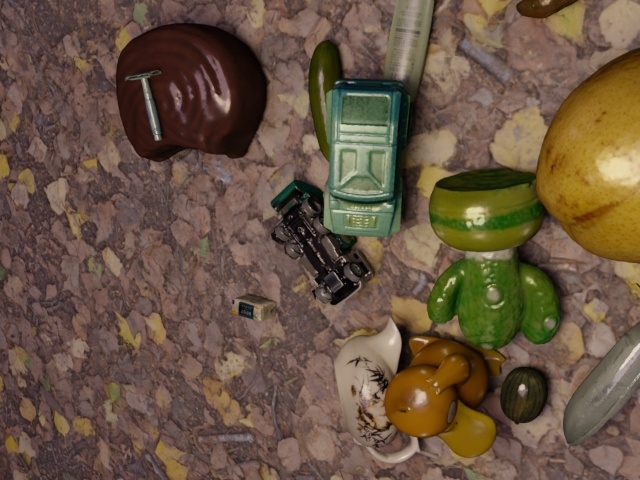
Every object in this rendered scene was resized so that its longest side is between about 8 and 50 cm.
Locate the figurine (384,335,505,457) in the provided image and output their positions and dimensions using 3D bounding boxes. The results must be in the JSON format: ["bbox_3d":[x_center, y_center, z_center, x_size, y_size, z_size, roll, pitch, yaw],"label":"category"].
[{"bbox_3d":[0.213,0.265,1.096,0.215,0.228,0.215,5,117,9],"label":"figurine"}]

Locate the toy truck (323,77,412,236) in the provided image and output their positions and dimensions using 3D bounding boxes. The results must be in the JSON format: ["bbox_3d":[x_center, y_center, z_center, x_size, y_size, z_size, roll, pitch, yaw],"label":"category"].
[{"bbox_3d":[0.079,-0.142,1.101,0.155,0.156,0.278,4,111,7],"label":"toy truck"}]

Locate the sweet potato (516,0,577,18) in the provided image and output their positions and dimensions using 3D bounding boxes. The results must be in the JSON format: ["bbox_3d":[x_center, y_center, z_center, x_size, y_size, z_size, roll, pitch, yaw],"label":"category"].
[{"bbox_3d":[0.393,-0.399,0.959,0.182,0.054,0.053,-32,93,29],"label":"sweet potato"}]

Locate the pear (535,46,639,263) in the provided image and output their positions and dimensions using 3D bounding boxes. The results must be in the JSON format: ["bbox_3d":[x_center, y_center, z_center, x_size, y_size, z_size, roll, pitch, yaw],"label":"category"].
[{"bbox_3d":[0.451,-0.116,0.842,0.314,0.314,0.314,7,103,29],"label":"pear"}]

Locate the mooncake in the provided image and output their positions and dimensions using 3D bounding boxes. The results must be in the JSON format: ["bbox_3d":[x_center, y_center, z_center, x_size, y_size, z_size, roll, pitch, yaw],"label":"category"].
[{"bbox_3d":[-0.289,-0.298,1.313,0.326,0.174,0.334,37,115,16],"label":"mooncake"}]

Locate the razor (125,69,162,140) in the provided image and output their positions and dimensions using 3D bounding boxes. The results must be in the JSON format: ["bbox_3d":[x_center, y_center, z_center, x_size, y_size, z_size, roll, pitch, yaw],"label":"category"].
[{"bbox_3d":[-0.337,-0.265,1.229,0.068,0.040,0.135,0,110,28],"label":"razor"}]

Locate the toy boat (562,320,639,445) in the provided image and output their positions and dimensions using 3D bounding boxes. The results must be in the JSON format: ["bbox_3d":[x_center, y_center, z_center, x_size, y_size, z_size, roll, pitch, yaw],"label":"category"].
[{"bbox_3d":[0.488,0.246,1.025,0.085,0.078,0.260,28,112,-2],"label":"toy boat"}]

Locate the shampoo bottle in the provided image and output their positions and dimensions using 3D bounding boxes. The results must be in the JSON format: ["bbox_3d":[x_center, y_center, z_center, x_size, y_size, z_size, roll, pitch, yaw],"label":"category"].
[{"bbox_3d":[0.158,-0.355,1.107,0.072,0.049,0.212,18,109,21],"label":"shampoo bottle"}]

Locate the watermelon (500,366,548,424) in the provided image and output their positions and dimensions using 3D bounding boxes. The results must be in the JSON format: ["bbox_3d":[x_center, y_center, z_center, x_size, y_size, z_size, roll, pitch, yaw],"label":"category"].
[{"bbox_3d":[0.361,0.277,1.104,0.078,0.078,0.110,21,114,25],"label":"watermelon"}]

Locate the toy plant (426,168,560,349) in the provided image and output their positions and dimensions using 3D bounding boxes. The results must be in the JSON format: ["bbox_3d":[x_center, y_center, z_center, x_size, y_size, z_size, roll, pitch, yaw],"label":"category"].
[{"bbox_3d":[0.285,0.047,1.055,0.224,0.184,0.315,-6,108,13],"label":"toy plant"}]

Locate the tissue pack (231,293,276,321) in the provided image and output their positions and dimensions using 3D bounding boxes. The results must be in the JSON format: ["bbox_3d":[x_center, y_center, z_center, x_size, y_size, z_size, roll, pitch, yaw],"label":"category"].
[{"bbox_3d":[-0.148,0.150,1.383,0.083,0.062,0.042,12,102,27],"label":"tissue pack"}]

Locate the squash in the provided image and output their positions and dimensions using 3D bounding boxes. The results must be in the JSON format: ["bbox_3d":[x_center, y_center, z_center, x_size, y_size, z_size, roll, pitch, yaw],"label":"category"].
[{"bbox_3d":[0.016,-0.254,1.201,0.069,0.069,0.258,-4,97,31],"label":"squash"}]

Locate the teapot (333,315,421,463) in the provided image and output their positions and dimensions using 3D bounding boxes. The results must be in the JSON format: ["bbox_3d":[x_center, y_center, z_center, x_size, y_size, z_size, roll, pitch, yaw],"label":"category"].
[{"bbox_3d":[0.109,0.302,1.201,0.166,0.208,0.299,-23,110,-8],"label":"teapot"}]

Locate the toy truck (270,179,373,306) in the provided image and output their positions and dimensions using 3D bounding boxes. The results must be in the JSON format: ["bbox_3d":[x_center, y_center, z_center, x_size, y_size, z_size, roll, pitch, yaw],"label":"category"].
[{"bbox_3d":[0.000,0.000,1.231,0.114,0.124,0.253,-40,81,31],"label":"toy truck"}]
